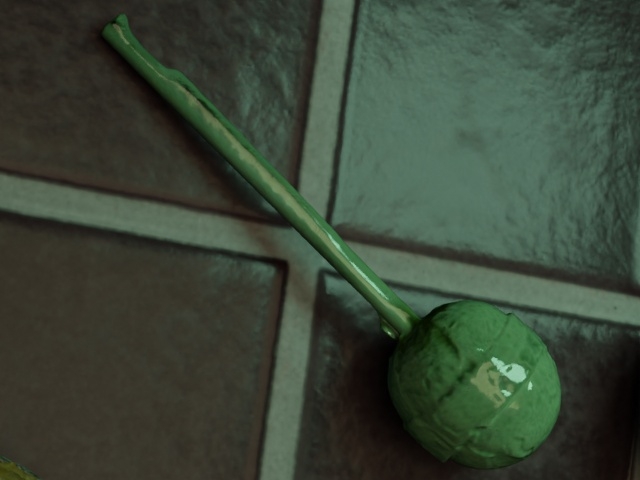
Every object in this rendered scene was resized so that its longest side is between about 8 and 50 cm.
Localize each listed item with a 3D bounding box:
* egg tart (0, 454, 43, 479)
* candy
[{"bbox_3d":[-0.255,0.244,0.960,0.234,0.094,0.234,1,85,-18],"label":"egg tart"},{"bbox_3d":[0.000,0.000,1.089,0.440,0.119,0.119,44,72,-2],"label":"candy"}]
